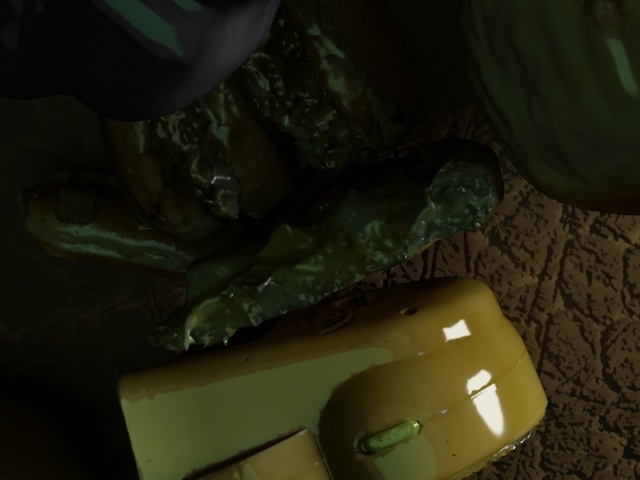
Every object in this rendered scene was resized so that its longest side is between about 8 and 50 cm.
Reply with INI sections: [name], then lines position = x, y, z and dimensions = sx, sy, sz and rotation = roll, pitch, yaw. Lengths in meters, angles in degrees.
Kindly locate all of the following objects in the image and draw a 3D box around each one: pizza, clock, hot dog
[pizza]
position = 0.000, 0.000, 1.023
dimensions = 0.288, 0.280, 0.075
rotation = -27, 94, -10
[clock]
position = 0.019, 0.135, 1.154
dimensions = 0.317, 0.244, 0.200
rotation = -20, 97, 10
[hot dog]
position = -0.120, -0.009, 1.164
dimensions = 0.269, 0.109, 0.072
rotation = 10, 107, -4

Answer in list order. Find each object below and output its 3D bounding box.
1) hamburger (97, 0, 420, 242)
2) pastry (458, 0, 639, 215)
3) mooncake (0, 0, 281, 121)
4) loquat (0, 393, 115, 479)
[hamburger]
position = -0.052, -0.128, 1.013
dimensions = 0.211, 0.260, 0.245
rotation = -16, 141, 13
[pastry]
position = 0.284, -0.174, 0.920
dimensions = 0.388, 0.388, 0.312
rotation = -3, 86, 6
[mooncake]
position = -0.102, -0.176, 0.635
dimensions = 0.245, 0.133, 0.245
rotation = 5, 120, 9
[loquat]
position = -0.296, 0.263, 1.238
dimensions = 0.275, 0.275, 0.275
rotation = 2, 116, 4
